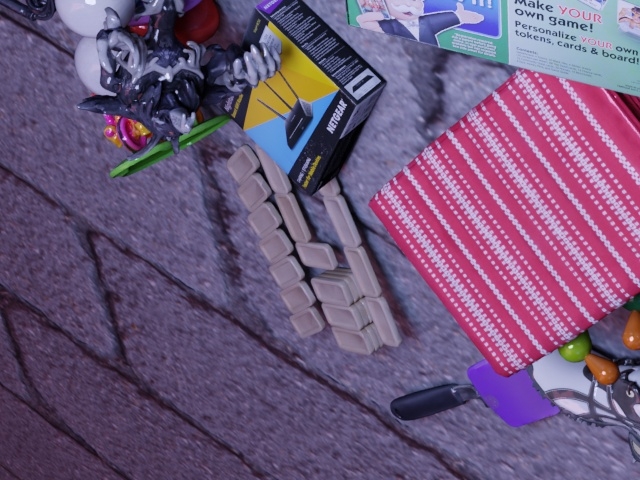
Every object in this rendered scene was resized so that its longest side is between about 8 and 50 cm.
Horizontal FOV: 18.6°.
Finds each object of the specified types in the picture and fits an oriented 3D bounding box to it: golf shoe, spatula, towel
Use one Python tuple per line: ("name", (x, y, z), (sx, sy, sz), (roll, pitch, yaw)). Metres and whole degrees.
("golf shoe", (0.270, 0.129, 1.738), (0.198, 0.077, 0.094), (34, 137, 20))
("spatula", (0.149, 0.160, 2.004), (0.084, 0.030, 0.296), (50, 155, -9))
("towel", (0.178, -0.025, 1.568), (0.199, 0.031, 0.275), (53, 133, 3))

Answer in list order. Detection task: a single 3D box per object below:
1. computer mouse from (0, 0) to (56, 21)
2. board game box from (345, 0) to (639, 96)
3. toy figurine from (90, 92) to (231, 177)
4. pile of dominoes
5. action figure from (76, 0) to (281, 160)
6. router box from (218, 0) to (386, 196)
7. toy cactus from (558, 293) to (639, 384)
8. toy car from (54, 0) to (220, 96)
("computer mouse", (-0.371, -0.342, 2.101), (0.262, 0.060, 0.184), (25, 143, 20))
("board game box", (0.162, -0.201, 1.346), (0.317, 0.046, 0.213), (16, 143, 19))
("toy figurine", (-0.193, -0.158, 1.980), (0.130, 0.173, 0.159), (-28, 91, 29))
("pile of dominoes", (0.000, 0.000, 2.038), (0.196, 0.040, 0.251), (8, 125, 55))
("action figure", (-0.129, -0.182, 1.736), (0.141, 0.164, 0.275), (-129, 38, -57))
("router box", (-0.021, -0.137, 1.832), (0.133, 0.046, 0.179), (45, 151, 10))
("toy cactus", (0.227, 0.015, 1.629), (0.219, 0.112, 0.180), (38, 134, 27))
("toy car", (-0.165, -0.231, 1.855), (0.136, 0.159, 0.182), (0, 136, 13))
